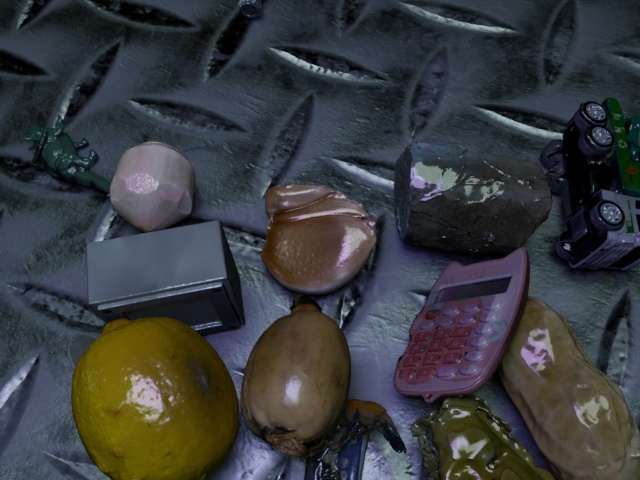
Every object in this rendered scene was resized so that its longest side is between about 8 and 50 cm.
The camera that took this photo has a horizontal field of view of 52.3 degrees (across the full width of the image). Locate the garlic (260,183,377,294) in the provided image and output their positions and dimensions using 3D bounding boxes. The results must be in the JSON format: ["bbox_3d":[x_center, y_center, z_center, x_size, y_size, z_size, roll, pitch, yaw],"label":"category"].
[{"bbox_3d":[0.000,0.000,1.256,0.228,0.110,0.217,2,73,15],"label":"garlic"}]

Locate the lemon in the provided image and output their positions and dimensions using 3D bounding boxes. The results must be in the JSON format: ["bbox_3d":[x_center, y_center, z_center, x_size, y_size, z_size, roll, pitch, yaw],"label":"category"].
[{"bbox_3d":[-0.262,0.259,1.041,0.284,0.260,0.260,37,68,4],"label":"lemon"}]

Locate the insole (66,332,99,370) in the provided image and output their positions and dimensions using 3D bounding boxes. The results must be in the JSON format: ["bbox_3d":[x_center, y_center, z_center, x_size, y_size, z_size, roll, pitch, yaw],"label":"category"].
[{"bbox_3d":[-0.381,0.250,1.188,0.232,0.003,0.080,36,69,19],"label":"insole"}]

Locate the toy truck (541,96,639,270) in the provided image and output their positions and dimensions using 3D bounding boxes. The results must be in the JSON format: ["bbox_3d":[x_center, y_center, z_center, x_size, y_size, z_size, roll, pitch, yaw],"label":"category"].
[{"bbox_3d":[0.555,-0.119,1.268,0.178,0.176,0.363,12,61,-6],"label":"toy truck"}]

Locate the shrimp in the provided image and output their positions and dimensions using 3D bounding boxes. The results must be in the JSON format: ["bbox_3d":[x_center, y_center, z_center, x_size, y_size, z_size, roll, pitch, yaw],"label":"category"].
[{"bbox_3d":[0.046,0.375,1.025,0.198,0.051,0.261,-20,48,41],"label":"shrimp"}]

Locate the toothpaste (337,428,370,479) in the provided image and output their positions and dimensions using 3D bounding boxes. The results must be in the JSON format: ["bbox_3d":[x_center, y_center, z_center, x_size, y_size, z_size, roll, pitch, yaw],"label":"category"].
[{"bbox_3d":[0.047,0.404,1.077,0.057,0.034,0.197,0,59,13],"label":"toothpaste"}]

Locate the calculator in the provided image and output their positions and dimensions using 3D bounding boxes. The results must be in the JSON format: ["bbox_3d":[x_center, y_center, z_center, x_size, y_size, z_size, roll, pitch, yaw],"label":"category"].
[{"bbox_3d":[0.243,0.148,1.117,0.048,0.220,0.329,52,50,-21],"label":"calculator"}]

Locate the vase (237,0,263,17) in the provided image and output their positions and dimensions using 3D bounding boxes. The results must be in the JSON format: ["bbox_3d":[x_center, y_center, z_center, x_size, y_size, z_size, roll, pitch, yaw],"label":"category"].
[{"bbox_3d":[-0.159,-0.620,1.605,0.081,0.081,0.148,9,65,6],"label":"vase"}]

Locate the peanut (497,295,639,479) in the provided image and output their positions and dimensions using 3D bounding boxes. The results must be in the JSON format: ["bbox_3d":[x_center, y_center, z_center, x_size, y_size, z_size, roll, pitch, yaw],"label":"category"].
[{"bbox_3d":[0.391,0.256,1.065,0.158,0.174,0.340,-30,50,0],"label":"peanut"}]

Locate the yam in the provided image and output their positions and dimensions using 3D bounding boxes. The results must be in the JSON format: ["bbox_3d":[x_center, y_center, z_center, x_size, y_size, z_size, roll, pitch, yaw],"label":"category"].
[{"bbox_3d":[0.282,-0.071,1.242,0.271,0.202,0.201,3,84,2],"label":"yam"}]

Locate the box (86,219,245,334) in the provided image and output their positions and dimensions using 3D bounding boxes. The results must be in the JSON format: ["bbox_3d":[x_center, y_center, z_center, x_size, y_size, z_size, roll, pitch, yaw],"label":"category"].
[{"bbox_3d":[-0.260,0.087,1.147,0.225,0.225,0.117,-10,62,-3],"label":"box"}]

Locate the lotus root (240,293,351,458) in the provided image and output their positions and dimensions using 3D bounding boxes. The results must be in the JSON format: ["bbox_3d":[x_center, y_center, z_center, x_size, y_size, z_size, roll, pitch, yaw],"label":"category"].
[{"bbox_3d":[-0.036,0.206,1.108,0.183,0.182,0.310,7,44,5],"label":"lotus root"}]

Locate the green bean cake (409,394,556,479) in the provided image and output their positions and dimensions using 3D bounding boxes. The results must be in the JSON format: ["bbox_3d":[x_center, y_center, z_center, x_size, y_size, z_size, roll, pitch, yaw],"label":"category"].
[{"bbox_3d":[0.209,0.411,0.976,0.310,0.202,0.285,-39,65,-17],"label":"green bean cake"}]

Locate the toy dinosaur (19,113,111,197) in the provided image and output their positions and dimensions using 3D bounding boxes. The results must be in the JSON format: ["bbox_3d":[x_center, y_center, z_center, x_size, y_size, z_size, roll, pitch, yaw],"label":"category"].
[{"bbox_3d":[-0.517,-0.178,1.380,0.292,0.079,0.120,24,71,16],"label":"toy dinosaur"}]

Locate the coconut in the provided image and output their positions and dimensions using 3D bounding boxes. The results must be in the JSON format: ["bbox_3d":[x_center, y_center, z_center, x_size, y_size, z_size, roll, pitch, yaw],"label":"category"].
[{"bbox_3d":[-0.334,-0.095,1.284,0.171,0.171,0.182,5,60,4],"label":"coconut"}]
